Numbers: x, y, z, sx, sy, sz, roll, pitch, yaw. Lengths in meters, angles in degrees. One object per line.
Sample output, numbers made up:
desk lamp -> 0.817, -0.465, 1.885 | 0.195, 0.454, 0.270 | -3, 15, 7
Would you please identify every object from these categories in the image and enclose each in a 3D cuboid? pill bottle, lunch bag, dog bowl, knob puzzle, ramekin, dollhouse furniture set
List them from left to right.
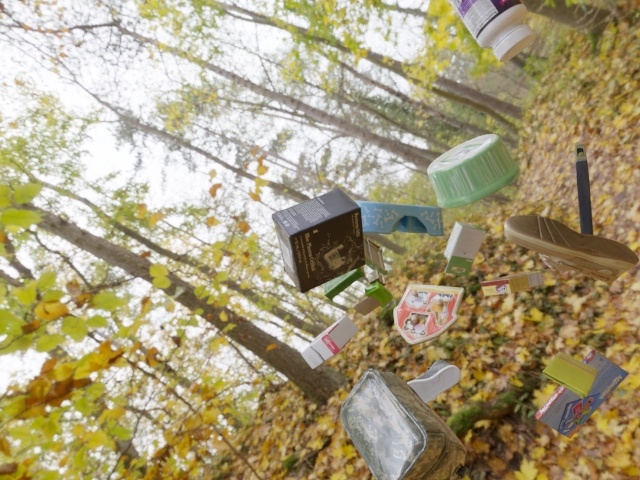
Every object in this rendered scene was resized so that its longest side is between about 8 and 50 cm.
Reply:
dollhouse furniture set -> 0.129, 0.108, 1.550 | 0.151, 0.198, 0.301 | -40, 27, 24
dog bowl -> 0.180, -0.057, 1.068 | 0.166, 0.298, 0.073 | -164, 76, -64
lunch bag -> 0.244, 0.541, 1.209 | 0.256, 0.305, 0.212 | 22, -77, -36
knob puzzle -> 0.280, 0.197, 1.163 | 0.030, 0.213, 0.213 | 54, -128, -34
ramekin -> 0.538, -0.256, 1.537 | 0.304, 0.148, 0.303 | -29, 14, 8
pill bottle -> 0.363, -0.482, 0.899 | 0.108, 0.193, 0.108 | -30, -7, -4

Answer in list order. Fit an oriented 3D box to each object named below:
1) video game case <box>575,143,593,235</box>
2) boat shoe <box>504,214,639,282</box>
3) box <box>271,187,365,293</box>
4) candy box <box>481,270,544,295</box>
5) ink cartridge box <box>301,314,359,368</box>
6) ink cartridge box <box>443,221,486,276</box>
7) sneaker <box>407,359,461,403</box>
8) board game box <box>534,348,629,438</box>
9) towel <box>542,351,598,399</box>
video game case -> 0.832, -0.147, 1.344 | 0.248, 0.035, 0.274 | -38, -62, -53
boat shoe -> 0.639, 0.032, 1.119 | 0.121, 0.342, 0.110 | -69, -4, -50
box -> 0.000, 0.000, 0.872 | 0.158, 0.093, 0.155 | -23, -49, -17
candy box -> 0.655, 0.145, 1.448 | 0.109, 0.187, 0.053 | -20, 78, 57
ink cartridge box -> 0.026, 0.296, 1.239 | 0.109, 0.063, 0.150 | -35, -8, -49
ink cartridge box -> 0.578, 0.036, 1.735 | 0.062, 0.109, 0.209 | -108, 30, -67
sneaker -> 0.450, 0.604, 1.797 | 0.296, 0.104, 0.147 | -30, -8, 8
board game box -> 0.825, 0.488, 1.345 | 0.281, 0.145, 0.027 | -55, 11, 9
towel -> 0.637, 0.338, 1.083 | 0.237, 0.102, 0.021 | 1, -70, -52
